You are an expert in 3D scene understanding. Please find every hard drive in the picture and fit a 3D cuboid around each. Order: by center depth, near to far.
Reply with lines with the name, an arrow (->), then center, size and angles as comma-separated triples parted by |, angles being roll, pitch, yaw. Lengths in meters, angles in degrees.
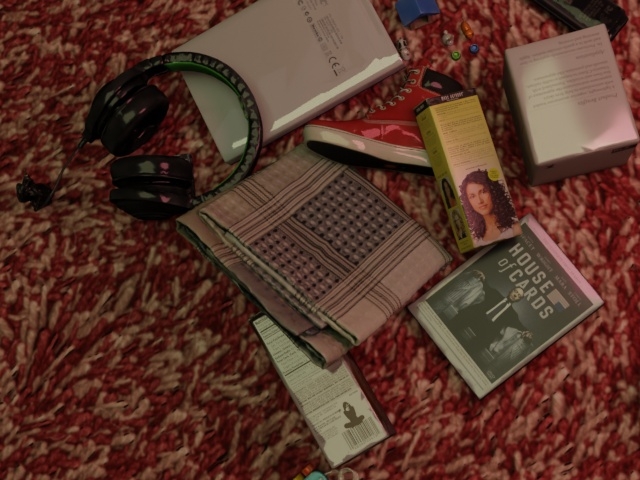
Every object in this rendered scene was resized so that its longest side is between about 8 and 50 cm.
hard drive -> -0.054, -0.287, 1.669 | 0.319, 0.040, 0.210 | -28, 79, 9

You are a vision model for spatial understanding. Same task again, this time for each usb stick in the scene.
usb stick -> 0.353, -0.405, 1.650 | 0.278, 0.045, 0.077 | 39, 81, 12

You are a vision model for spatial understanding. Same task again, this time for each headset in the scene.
headset -> -0.282, -0.136, 1.641 | 0.394, 0.185, 0.243 | -20, 84, -3

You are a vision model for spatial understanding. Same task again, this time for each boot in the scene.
boot -> 0.097, -0.201, 1.616 | 0.244, 0.088, 0.176 | 8, 81, -12

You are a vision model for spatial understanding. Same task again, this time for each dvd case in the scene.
dvd case -> 0.278, 0.098, 1.589 | 0.239, 0.029, 0.179 | -38, 79, 1

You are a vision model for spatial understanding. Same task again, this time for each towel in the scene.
towel -> 0.000, 0.000, 1.538 | 0.312, 0.056, 0.324 | 43, 49, 12

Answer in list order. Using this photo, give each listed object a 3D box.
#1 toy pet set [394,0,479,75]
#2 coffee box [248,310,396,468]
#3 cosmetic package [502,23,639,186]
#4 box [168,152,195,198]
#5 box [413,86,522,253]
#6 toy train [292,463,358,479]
toy pet set -> 0.174, -0.335, 1.652 | 0.122, 0.065, 0.114 | -21, 79, 3
coffee box -> 0.006, 0.202, 1.553 | 0.098, 0.141, 0.246 | -31, 78, 2
cosmetic package -> 0.365, -0.195, 1.561 | 0.151, 0.151, 0.183 | -13, 79, 6
box -> -0.237, -0.095, 1.692 | 0.067, 0.018, 0.083 | -8, 80, 6
box -> 0.218, -0.104, 1.560 | 0.087, 0.058, 0.232 | -17, 84, -19
toy train -> 0.005, 0.416, 1.570 | 0.125, 0.046, 0.166 | 6, 85, 7
